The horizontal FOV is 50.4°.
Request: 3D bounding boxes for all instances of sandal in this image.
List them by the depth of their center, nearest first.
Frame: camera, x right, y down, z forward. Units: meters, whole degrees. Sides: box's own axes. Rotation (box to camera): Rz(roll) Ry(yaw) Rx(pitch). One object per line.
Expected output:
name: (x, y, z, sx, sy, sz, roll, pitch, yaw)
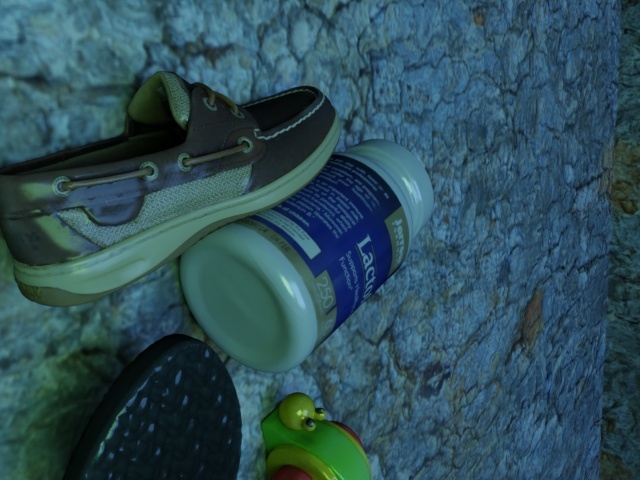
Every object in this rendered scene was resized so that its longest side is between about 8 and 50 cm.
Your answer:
sandal: (-0.165, 0.275, 0.584, 0.167, 0.107, 0.446, -23, 127, -50)

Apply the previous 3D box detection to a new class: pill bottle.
pill bottle: (0.000, 0.000, 0.689, 0.264, 0.153, 0.153, -39, 126, -43)

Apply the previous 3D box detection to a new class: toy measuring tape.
toy measuring tape: (0.010, 0.320, 0.798, 0.121, 0.121, 0.330, -35, 124, -44)

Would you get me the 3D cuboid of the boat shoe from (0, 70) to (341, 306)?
boat shoe: (-0.107, -0.081, 0.563, 0.342, 0.123, 0.123, -34, 125, -37)
